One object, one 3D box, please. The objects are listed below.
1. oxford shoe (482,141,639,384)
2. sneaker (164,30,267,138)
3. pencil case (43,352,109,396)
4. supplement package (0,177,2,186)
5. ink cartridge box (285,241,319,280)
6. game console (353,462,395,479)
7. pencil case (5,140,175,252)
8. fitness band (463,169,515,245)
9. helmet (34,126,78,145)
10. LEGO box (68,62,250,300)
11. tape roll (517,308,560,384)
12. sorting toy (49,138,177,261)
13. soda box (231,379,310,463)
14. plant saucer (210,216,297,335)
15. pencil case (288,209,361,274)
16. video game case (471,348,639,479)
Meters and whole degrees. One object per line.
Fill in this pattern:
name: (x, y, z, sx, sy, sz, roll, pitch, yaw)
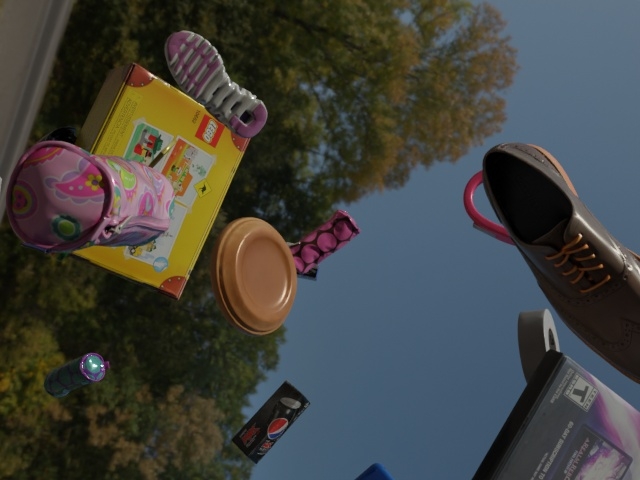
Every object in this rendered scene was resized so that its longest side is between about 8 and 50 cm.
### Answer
oxford shoe: (0.314, 0.031, 0.850, 0.130, 0.132, 0.364, -43, -110, 23)
sneaker: (-0.207, -0.288, 1.273, 0.095, 0.236, 0.104, -49, -145, -6)
pencil case: (-0.534, 0.293, 1.484, 0.151, 0.070, 0.064, -25, -113, 33)
supplement package: (-0.601, -0.036, 1.124, 0.105, 0.105, 0.179, 31, -67, 47)
ink cartridge box: (-0.104, 0.058, 2.130, 0.046, 0.207, 0.097, 85, 17, -72)
game console: (0.179, 0.860, 2.007, 0.250, 0.173, 0.293, -38, -131, -10)
pencil case: (-0.259, -0.044, 0.812, 0.284, 0.124, 0.124, -80, -171, -89)
fitness band: (0.555, -0.100, 1.970, 0.209, 0.291, 0.054, -60, 161, -12)
helmet: (-0.705, -0.216, 1.860, 0.161, 0.169, 0.169, -37, -140, 47)
LEGO box: (-0.461, -0.148, 1.789, 0.193, 0.372, 0.500, 11, -105, 55)
tape roll: (0.602, 0.300, 1.870, 0.072, 0.219, 0.219, -10, -122, 26)
sorting toy: (-0.356, -0.083, 1.153, 0.274, 0.046, 0.132, -51, -166, -24)
soda box: (-0.102, 0.377, 1.421, 0.060, 0.053, 0.169, 34, -107, 35)
plant saucer: (-0.100, 0.058, 1.133, 0.037, 0.200, 0.200, -9, -119, 35)
pencil case: (0.000, 0.000, 1.800, 0.209, 0.098, 0.095, -36, -154, -6)
video game case: (0.246, 0.246, 0.601, 0.196, 0.274, 0.026, -57, -159, -7)
